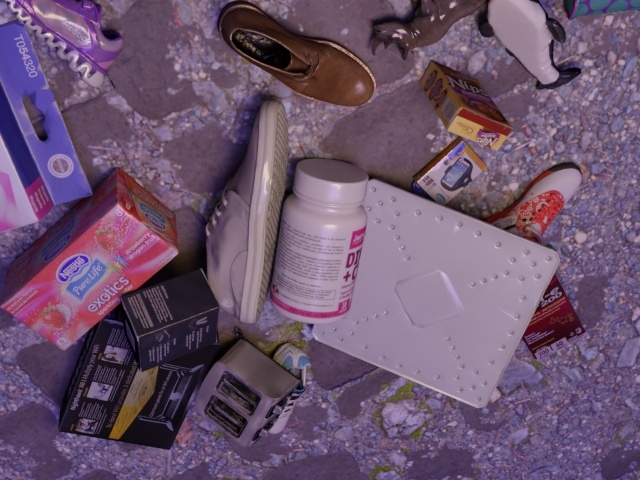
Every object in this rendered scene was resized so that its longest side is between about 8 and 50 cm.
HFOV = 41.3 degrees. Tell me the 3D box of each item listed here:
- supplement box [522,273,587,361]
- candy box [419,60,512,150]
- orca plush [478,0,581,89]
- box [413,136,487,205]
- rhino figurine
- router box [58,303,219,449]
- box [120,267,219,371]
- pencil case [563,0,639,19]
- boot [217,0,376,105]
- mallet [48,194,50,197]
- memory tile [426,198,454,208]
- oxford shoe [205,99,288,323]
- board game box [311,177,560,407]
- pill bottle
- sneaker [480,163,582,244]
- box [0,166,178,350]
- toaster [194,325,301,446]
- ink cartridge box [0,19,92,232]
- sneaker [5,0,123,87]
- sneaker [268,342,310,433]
[{"bbox_3d":[0.476,0.145,1.858,0.130,0.073,0.239,-32,123,8],"label":"supplement box"},{"bbox_3d":[0.251,-0.239,1.490,0.109,0.186,0.053,18,119,-23],"label":"candy box"},{"bbox_3d":[0.382,-0.380,1.484,0.287,0.151,0.102,31,73,-36],"label":"orca plush"},{"bbox_3d":[0.247,-0.127,1.649,0.136,0.028,0.081,-44,116,9],"label":"box"},{"bbox_3d":[0.187,-0.392,1.447,0.243,0.073,0.106,-37,120,13],"label":"rhino figurine"},{"bbox_3d":[-0.375,0.279,1.741,0.243,0.081,0.308,16,117,-22],"label":"router box"},{"bbox_3d":[-0.276,0.148,1.563,0.158,0.093,0.156,-19,154,-20],"label":"box"},{"bbox_3d":[0.505,-0.431,1.500,0.152,0.064,0.070,-9,162,-8],"label":"pencil case"},{"bbox_3d":[-0.031,-0.293,1.436,0.305,0.115,0.112,22,113,-25],"label":"boot"},{"bbox_3d":[-0.516,-0.140,1.471,0.063,0.039,0.189,-11,120,-6],"label":"mallet"},{"bbox_3d":[0.198,-0.033,1.715,0.148,0.012,0.113,-11,124,-7],"label":"memory tile"},{"bbox_3d":[-0.141,-0.045,1.554,0.130,0.169,0.449,16,120,7],"label":"oxford shoe"},{"bbox_3d":[0.217,0.106,1.687,0.390,0.050,0.389,22,118,6],"label":"board game box"},{"bbox_3d":[0.000,0.000,1.594,0.161,0.160,0.282,3,114,-15],"label":"pill bottle"},{"bbox_3d":[0.430,-0.032,1.689,0.270,0.145,0.090,-35,123,10],"label":"sneaker"},{"bbox_3d":[-0.417,0.034,1.537,0.300,0.142,0.154,-39,121,12],"label":"box"},{"bbox_3d":[-0.157,0.309,1.757,0.186,0.110,0.168,36,123,10],"label":"toaster"},{"bbox_3d":[-0.591,-0.160,1.395,0.330,0.071,0.324,-16,116,-1],"label":"ink cartridge box"},{"bbox_3d":[-0.403,-0.354,1.330,0.104,0.095,0.236,-42,127,6],"label":"sneaker"},{"bbox_3d":[-0.078,0.333,1.835,0.085,0.086,0.237,-11,127,-37],"label":"sneaker"}]
